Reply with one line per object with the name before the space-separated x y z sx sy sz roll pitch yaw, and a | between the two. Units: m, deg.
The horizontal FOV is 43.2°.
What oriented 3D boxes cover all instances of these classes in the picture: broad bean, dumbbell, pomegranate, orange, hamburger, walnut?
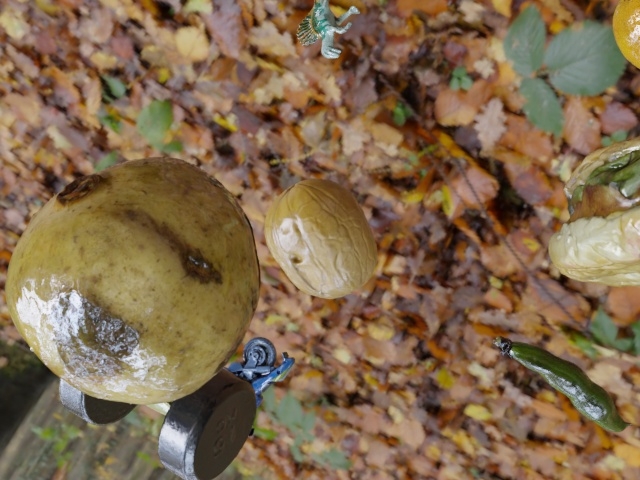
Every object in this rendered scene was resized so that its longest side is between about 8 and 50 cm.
broad bean | 0.399 0.227 1.290 0.297 0.043 0.060 37 120 -17
dumbbell | -0.298 0.287 1.482 0.322 0.204 0.204 22 162 26
pomegranate | -0.204 0.045 0.891 0.281 0.281 0.281 25 162 9
orange | 0.718 -0.452 1.673 0.219 0.219 0.193 29 -176 -2
hamburger | 0.401 -0.039 0.956 0.209 0.162 0.330 17 168 -36
walnut | 0.000 0.000 1.461 0.193 0.193 0.225 0 116 57

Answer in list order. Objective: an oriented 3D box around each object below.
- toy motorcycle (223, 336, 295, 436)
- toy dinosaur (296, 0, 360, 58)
toy motorcycle | -0.158 0.320 1.696 0.135 0.254 0.092 41 -170 16
toy dinosaur | -0.002 -0.378 1.385 0.187 0.106 0.044 42 -174 31
